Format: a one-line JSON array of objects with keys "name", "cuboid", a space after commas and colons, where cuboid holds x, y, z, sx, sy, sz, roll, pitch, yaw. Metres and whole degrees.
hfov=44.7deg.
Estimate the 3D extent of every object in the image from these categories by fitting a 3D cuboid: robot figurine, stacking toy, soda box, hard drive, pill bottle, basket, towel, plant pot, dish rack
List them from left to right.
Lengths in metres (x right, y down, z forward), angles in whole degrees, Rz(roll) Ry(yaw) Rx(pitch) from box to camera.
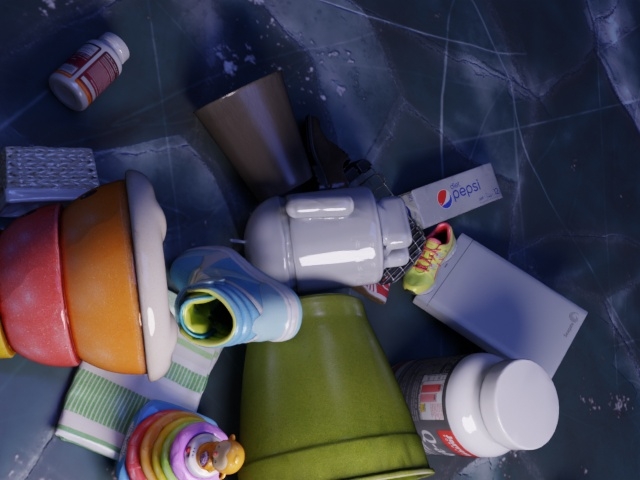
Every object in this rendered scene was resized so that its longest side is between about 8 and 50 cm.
[{"name": "stacking toy", "cuboid": [-0.482, 0.078, 1.239, 0.479, 0.350, 0.351, -6, 82, -14]}, {"name": "basket", "cuboid": [-0.484, -0.103, 1.372, 0.167, 0.113, 0.103, -4, 79, -34]}, {"name": "pill bottle", "cuboid": [-0.433, -0.323, 1.472, 0.086, 0.086, 0.152, 45, 60, -16]}, {"name": "towel", "cuboid": [-0.320, 0.248, 1.442, 0.247, 0.038, 0.325, 30, 64, -23]}, {"name": "stacking toy", "cuboid": [-0.207, 0.356, 1.282, 0.165, 0.302, 0.175, 26, 66, -25]}, {"name": "basket", "cuboid": [-0.122, -0.206, 1.611, 0.204, 0.154, 0.227, -28, 100, -16]}, {"name": "plant pot", "cuboid": [-0.002, 0.298, 1.475, 0.366, 0.366, 0.353, 2, 67, -32]}, {"name": "robot figurine", "cuboid": [0.000, 0.000, 1.553, 0.353, 0.300, 0.200, -7, 55, -2]}, {"name": "dish rack", "cuboid": [0.107, -0.036, 1.748, 0.208, 0.074, 0.271, -41, 96, -31]}, {"name": "soda box", "cuboid": [0.309, -0.105, 1.897, 0.286, 0.091, 0.098, -21, 92, -34]}, {"name": "pill bottle", "cuboid": [0.296, 0.343, 1.620, 0.210, 0.363, 0.210, 8, 74, -31]}, {"name": "hard drive", "cuboid": [0.426, 0.158, 1.837, 0.353, 0.047, 0.233, 34, 58, 12]}]

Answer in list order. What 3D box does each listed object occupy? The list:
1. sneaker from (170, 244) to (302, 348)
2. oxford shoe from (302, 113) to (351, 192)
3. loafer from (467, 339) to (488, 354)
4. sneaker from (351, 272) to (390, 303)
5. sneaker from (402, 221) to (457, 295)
[{"name": "sneaker", "cuboid": [-0.207, 0.091, 1.376, 0.208, 0.319, 0.127, -3, 108, -50]}, {"name": "oxford shoe", "cuboid": [0.012, -0.182, 1.701, 0.096, 0.083, 0.227, -8, 62, -13]}, {"name": "loafer", "cuboid": [0.387, 0.220, 1.880, 0.095, 0.109, 0.303, 19, 61, -8]}, {"name": "sneaker", "cuboid": [0.111, 0.090, 1.753, 0.118, 0.042, 0.067, 34, 67, -31]}, {"name": "sneaker", "cuboid": [0.250, 0.037, 1.810, 0.208, 0.081, 0.094, -54, 152, -32]}]
